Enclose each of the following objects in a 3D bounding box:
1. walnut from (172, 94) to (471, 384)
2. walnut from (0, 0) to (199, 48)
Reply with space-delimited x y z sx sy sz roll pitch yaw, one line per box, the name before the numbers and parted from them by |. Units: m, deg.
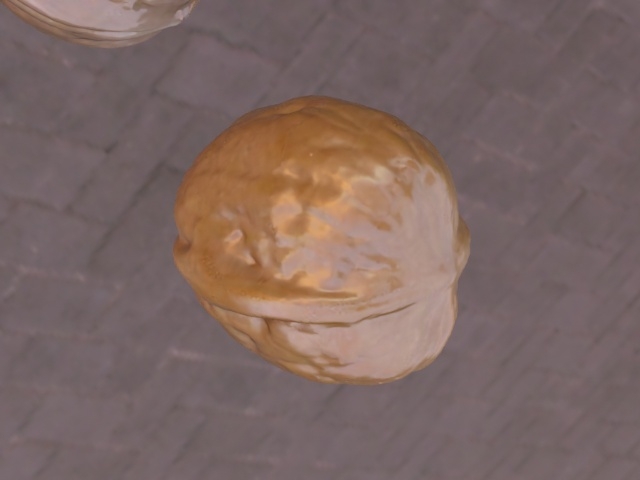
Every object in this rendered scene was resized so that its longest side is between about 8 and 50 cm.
walnut | 0.000 0.000 0.875 0.149 0.166 0.166 -30 148 -42
walnut | -0.111 -0.167 0.765 0.140 0.162 0.140 -43 180 0
